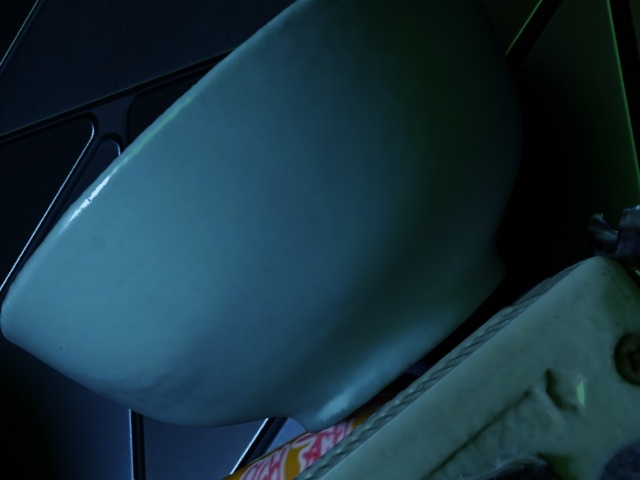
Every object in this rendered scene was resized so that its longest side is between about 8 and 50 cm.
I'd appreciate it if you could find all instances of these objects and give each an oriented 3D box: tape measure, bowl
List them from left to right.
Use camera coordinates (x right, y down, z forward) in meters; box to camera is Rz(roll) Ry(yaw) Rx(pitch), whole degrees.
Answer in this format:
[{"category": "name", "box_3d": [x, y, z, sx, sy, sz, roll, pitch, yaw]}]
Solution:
[{"category": "bowl", "box_3d": [0.000, 0.000, 0.581, 0.289, 0.289, 0.146, -43, 88, 17]}, {"category": "tape measure", "box_3d": [0.109, 0.150, 0.492, 0.271, 0.133, 0.231, -39, 86, -17]}]

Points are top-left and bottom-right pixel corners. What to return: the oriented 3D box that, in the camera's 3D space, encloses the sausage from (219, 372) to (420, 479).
[{"category": "sausage", "box_3d": [-0.057, 0.185, 0.652, 0.312, 0.093, 0.093, -32, 63, 22]}]
